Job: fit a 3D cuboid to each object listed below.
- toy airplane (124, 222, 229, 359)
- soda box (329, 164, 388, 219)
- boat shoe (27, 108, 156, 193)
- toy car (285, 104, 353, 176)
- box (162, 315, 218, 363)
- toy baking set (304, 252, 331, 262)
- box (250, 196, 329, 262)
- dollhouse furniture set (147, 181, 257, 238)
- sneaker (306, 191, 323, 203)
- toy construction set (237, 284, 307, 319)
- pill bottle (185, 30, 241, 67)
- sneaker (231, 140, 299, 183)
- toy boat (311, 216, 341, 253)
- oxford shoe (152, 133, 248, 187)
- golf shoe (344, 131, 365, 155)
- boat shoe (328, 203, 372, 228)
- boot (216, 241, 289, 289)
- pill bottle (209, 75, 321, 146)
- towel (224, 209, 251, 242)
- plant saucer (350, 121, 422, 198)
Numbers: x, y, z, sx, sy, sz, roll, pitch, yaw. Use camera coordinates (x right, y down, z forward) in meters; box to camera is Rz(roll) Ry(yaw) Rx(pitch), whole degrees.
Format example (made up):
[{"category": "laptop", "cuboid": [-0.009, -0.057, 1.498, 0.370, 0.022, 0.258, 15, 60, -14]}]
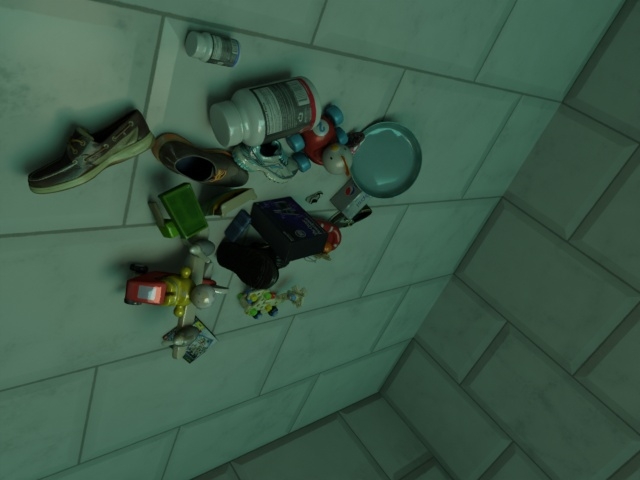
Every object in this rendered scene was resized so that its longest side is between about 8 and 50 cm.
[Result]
[{"category": "toy airplane", "cuboid": [-0.459, 0.181, 1.764, 0.384, 0.272, 0.386, -49, 136, -34]}, {"category": "soda box", "cuboid": [0.182, -0.232, 2.164, 0.286, 0.098, 0.091, -46, 144, 2]}, {"category": "boat shoe", "cuboid": [-0.611, -0.242, 1.303, 0.342, 0.123, 0.123, -31, 131, -20]}, {"category": "toy car", "cuboid": [0.039, -0.324, 1.783, 0.219, 0.238, 0.210, -36, 146, -13]}, {"category": "box", "cuboid": [-0.556, 0.428, 2.144, 0.159, 0.044, 0.233, -36, 146, -12]}, {"category": "toy baking set", "cuboid": [-0.068, 0.060, 2.149, 0.197, 0.256, 0.030, 26, 73, -31]}, {"category": "box", "cuboid": [-0.123, -0.047, 1.890, 0.184, 0.261, 0.103, -17, 137, -36]}, {"category": "dollhouse furniture set", "cuboid": [-0.385, -0.142, 1.617, 0.301, 0.197, 0.151, -34, 112, -31]}, {"category": "sneaker", "cuboid": [-0.018, -0.174, 2.069, 0.083, 0.037, 0.032, -30, 142, -23]}, {"category": "toy construction set", "cuboid": [-0.228, 0.254, 2.229, 0.328, 0.151, 0.215, 10, 119, -39]}, {"category": "pill bottle", "cuboid": [-0.292, -0.523, 1.357, 0.137, 0.078, 0.078, -5, 131, -43]}, {"category": "sneaker", "cuboid": [-0.160, -0.280, 1.702, 0.122, 0.110, 0.283, -35, 156, 32]}, {"category": "toy boat", "cuboid": [0.000, 0.000, 2.152, 0.231, 0.151, 0.151, 12, 124, -44]}, {"category": "oxford shoe", "cuboid": [-0.353, -0.218, 1.574, 0.364, 0.133, 0.130, 11, 118, -52]}, {"category": "golf shoe", "cuboid": [0.104, -0.358, 1.977, 0.186, 0.067, 0.086, -39, 152, 8]}, {"category": "boat shoe", "cuboid": [0.135, -0.105, 2.278, 0.228, 0.068, 0.081, -30, 145, -21]}, {"category": "boot", "cuboid": [-0.204, 0.086, 1.899, 0.260, 0.348, 0.131, 8, 104, -45]}, {"category": "pill bottle", "cuboid": [-0.171, -0.393, 1.539, 0.318, 0.176, 0.176, -23, 141, -29]}, {"category": "towel", "cuboid": [-0.306, -0.053, 1.865, 0.119, 0.067, 0.029, -52, 144, 10]}, {"category": "plant saucer", "cuboid": [0.268, -0.332, 2.066, 0.318, 0.044, 0.317, -3, 106, -12]}]
